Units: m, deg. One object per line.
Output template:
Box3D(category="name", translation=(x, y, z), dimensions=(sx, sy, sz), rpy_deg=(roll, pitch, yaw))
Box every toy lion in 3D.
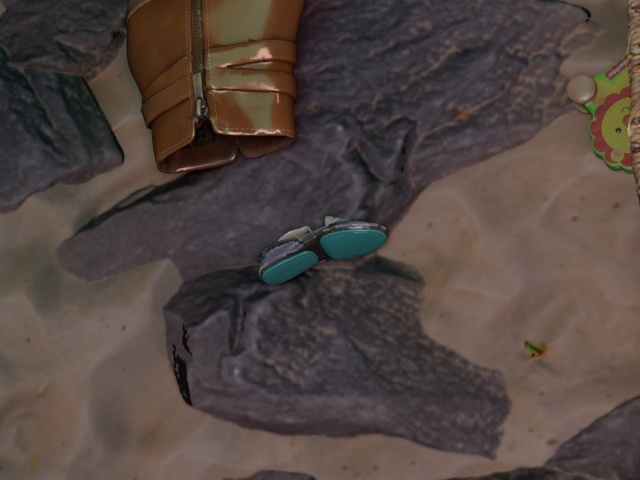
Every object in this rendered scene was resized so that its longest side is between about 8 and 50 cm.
Box3D(category="toy lion", translation=(0.250, -0.106, 1.331), dimensions=(0.100, 0.034, 0.096), rpy_deg=(-41, 68, 4))

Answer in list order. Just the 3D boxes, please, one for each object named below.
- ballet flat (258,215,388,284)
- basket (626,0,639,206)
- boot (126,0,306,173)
Box3D(category="ballet flat", translation=(0.000, 0.000, 1.390), dimensions=(0.114, 0.041, 0.041), rpy_deg=(-20, 65, 14))
Box3D(category="basket", translation=(0.332, -0.090, 1.172), dimensions=(0.223, 0.213, 0.299), rpy_deg=(-7, 52, 14))
Box3D(category="boot", translation=(-0.043, -0.190, 1.435), dimensions=(0.283, 0.109, 0.220), rpy_deg=(-17, 64, 18))
